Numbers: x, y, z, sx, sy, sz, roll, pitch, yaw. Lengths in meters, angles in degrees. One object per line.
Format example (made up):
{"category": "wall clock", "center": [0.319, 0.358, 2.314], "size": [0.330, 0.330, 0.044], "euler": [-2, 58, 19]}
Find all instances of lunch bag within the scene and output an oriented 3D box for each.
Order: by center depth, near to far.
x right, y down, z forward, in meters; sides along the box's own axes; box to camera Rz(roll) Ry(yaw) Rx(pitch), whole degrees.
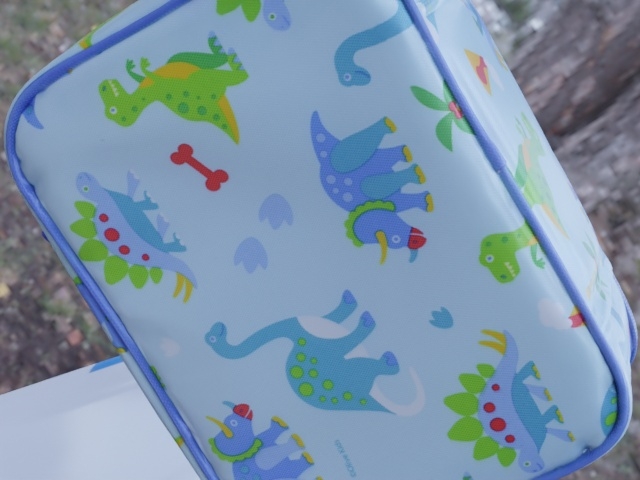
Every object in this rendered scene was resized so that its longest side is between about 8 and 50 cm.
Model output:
{"category": "lunch bag", "center": [0.000, 0.000, 0.483], "size": [0.219, 0.176, 0.090], "euler": [59, 22, -10]}

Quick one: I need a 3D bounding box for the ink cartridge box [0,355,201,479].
{"category": "ink cartridge box", "center": [-0.083, 0.273, 0.915], "size": [0.166, 0.285, 0.395], "euler": [-114, -173, -54]}
